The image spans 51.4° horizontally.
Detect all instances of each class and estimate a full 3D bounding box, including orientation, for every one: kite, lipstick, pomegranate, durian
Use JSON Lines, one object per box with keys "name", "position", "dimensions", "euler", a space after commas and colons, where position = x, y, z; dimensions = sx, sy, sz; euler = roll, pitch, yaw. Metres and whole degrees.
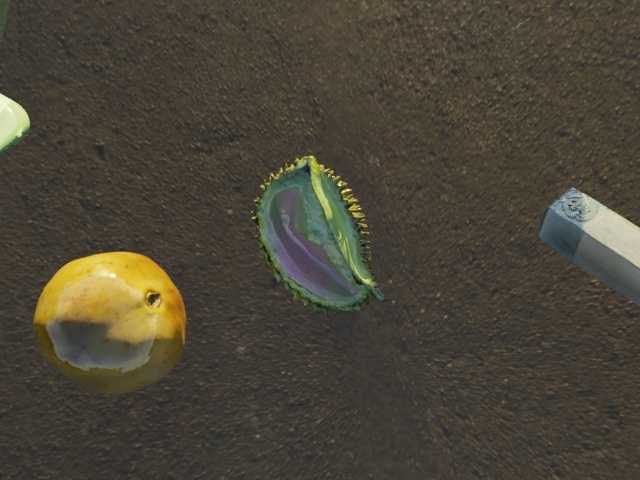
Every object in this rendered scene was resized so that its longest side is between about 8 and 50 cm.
{"name": "kite", "position": [0.343, -0.361, 1.070], "dimensions": [0.152, 0.137, 0.005], "euler": [-36, 98, -32]}
{"name": "lipstick", "position": [0.444, 0.047, 0.889], "dimensions": [0.066, 0.068, 0.317], "euler": [-34, 57, -26]}
{"name": "pomegranate", "position": [-0.320, 0.121, 1.030], "dimensions": [0.233, 0.233, 0.233], "euler": [-1, 80, 6]}
{"name": "durian", "position": [0.000, -0.003, 0.853], "dimensions": [0.137, 0.095, 0.220], "euler": [-18, 107, 29]}

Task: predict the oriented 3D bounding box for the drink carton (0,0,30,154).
{"name": "drink carton", "position": [-0.266, -0.128, 0.415], "dimensions": [0.144, 0.142, 0.146], "euler": [28, 40, -7]}
